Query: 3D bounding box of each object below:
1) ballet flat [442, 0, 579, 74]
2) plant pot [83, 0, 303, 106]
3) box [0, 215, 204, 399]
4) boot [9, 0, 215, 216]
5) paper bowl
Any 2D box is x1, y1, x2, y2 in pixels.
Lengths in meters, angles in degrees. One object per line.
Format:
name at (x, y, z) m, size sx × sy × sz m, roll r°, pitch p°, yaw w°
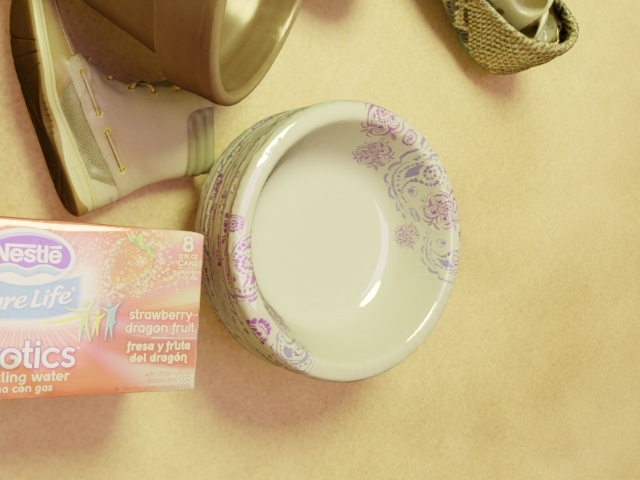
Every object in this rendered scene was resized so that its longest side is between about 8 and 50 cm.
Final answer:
ballet flat at (0.160, -0.399, 0.890) m, size 0.483 × 0.182 × 0.164 m, roll 46°, pitch 68°, yaw -25°
plant pot at (-0.133, -0.281, 0.657) m, size 0.229 × 0.263 × 0.263 m, roll 24°, pitch 75°, yaw 5°
box at (-0.266, 0.051, 0.637) m, size 0.299 × 0.154 × 0.142 m, roll 4°, pitch 89°, yaw -33°
boot at (-0.192, -0.146, 0.727) m, size 0.165 × 0.077 × 0.213 m, roll -21°, pitch 108°, yaw -31°
paper bowl at (0.000, 0.000, 0.815) m, size 0.284 × 0.148 × 0.285 m, roll -1°, pitch 92°, yaw -34°
